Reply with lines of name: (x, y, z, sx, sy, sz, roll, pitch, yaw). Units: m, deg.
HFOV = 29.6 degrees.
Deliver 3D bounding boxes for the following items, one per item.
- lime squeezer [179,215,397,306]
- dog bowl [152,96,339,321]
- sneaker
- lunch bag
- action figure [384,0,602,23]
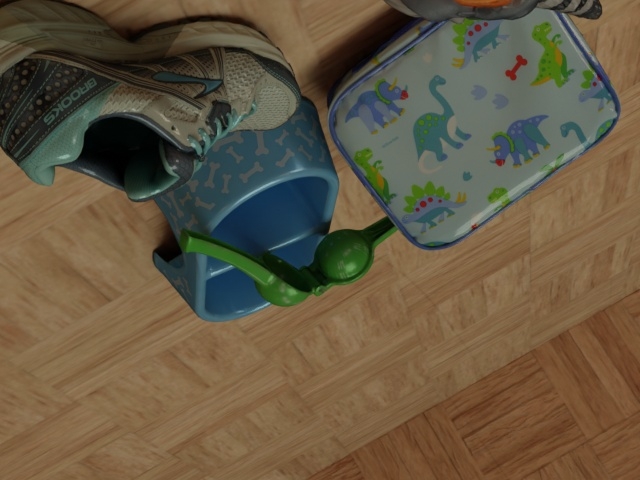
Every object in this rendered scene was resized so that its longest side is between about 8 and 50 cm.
lime squeezer: (0.000, 0.000, 1.088, 0.310, 0.059, 0.109, -15, 122, -33)
dog bowl: (-0.066, -0.016, 1.116, 0.166, 0.074, 0.297, -23, 158, -17)
sneaker: (-0.114, -0.080, 0.843, 0.283, 0.122, 0.110, -6, 148, -47)
lunch bag: (0.123, -0.114, 1.013, 0.219, 0.176, 0.090, -36, -167, 11)
action figure: (0.147, -0.218, 0.741, 0.341, 0.178, 0.330, -25, -174, 22)
